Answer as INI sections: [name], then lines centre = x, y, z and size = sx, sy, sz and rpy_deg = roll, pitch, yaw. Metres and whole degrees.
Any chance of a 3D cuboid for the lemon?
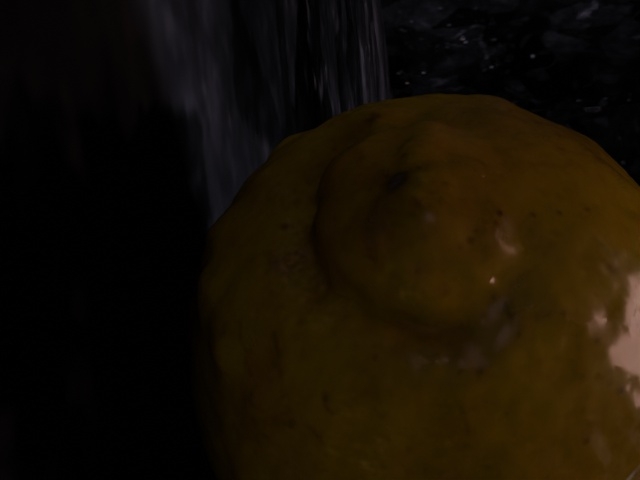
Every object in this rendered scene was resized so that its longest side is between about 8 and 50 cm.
[lemon]
centre = 0.069, 0.073, 0.572
size = 0.316, 0.285, 0.285
rpy_deg = 40, 37, -35
